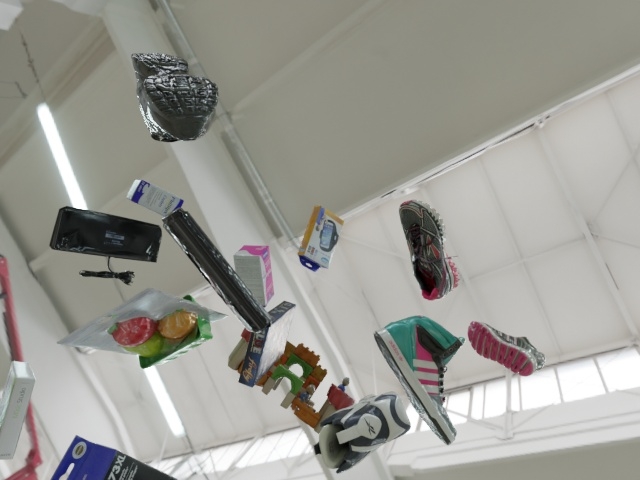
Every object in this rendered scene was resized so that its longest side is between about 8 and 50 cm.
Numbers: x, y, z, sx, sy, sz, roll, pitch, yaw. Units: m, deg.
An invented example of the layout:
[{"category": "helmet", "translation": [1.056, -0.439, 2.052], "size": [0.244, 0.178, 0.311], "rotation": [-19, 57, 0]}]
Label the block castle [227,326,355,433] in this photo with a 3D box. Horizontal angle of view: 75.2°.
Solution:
[{"category": "block castle", "translation": [-0.096, 0.481, 1.516], "size": [0.453, 0.303, 0.213], "rotation": [33, -104, 9]}]

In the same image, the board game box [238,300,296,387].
[{"category": "board game box", "translation": [-0.136, 0.268, 1.121], "size": [0.042, 0.243, 0.165], "rotation": [17, -82, 11]}]

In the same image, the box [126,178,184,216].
[{"category": "box", "translation": [-0.508, -0.126, 1.276], "size": [0.126, 0.137, 0.072], "rotation": [16, -100, 59]}]

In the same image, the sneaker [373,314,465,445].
[{"category": "sneaker", "translation": [0.270, 0.297, 0.960], "size": [0.178, 0.124, 0.295], "rotation": [-30, -93, -11]}]

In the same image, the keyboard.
[{"category": "keyboard", "translation": [-0.617, 0.026, 1.214], "size": [0.033, 0.317, 0.201], "rotation": [8, -95, 35]}]

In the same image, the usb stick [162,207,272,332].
[{"category": "usb stick", "translation": [-0.187, 0.061, 0.765], "size": [0.077, 0.045, 0.278], "rotation": [-7, -58, 55]}]

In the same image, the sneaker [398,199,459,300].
[{"category": "sneaker", "translation": [0.301, 0.025, 1.188], "size": [0.121, 0.112, 0.299], "rotation": [-23, -89, 51]}]

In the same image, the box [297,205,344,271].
[{"category": "box", "translation": [0.000, 0.000, 0.924], "size": [0.028, 0.081, 0.136], "rotation": [-1, -115, 47]}]

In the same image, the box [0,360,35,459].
[{"category": "box", "translation": [-0.994, 0.533, 1.340], "size": [0.322, 0.058, 0.232], "rotation": [-7, -110, 53]}]

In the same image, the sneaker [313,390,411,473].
[{"category": "sneaker", "translation": [0.052, 0.346, 0.745], "size": [0.235, 0.153, 0.094], "rotation": [118, -45, -64]}]

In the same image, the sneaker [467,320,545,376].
[{"category": "sneaker", "translation": [0.373, 0.214, 0.834], "size": [0.170, 0.074, 0.063], "rotation": [30, -67, 61]}]

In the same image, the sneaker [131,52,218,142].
[{"category": "sneaker", "translation": [-0.236, -0.211, 0.674], "size": [0.286, 0.109, 0.130], "rotation": [53, -40, 47]}]

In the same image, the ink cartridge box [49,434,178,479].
[{"category": "ink cartridge box", "translation": [-0.503, 0.629, 1.018], "size": [0.069, 0.176, 0.371], "rotation": [-3, -42, 23]}]

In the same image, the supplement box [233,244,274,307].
[{"category": "supplement box", "translation": [-0.258, 0.138, 1.623], "size": [0.114, 0.111, 0.220], "rotation": [0, -69, 13]}]

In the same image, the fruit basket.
[{"category": "fruit basket", "translation": [-0.503, 0.246, 1.228], "size": [0.327, 0.353, 0.165], "rotation": [-30, -125, 12]}]
